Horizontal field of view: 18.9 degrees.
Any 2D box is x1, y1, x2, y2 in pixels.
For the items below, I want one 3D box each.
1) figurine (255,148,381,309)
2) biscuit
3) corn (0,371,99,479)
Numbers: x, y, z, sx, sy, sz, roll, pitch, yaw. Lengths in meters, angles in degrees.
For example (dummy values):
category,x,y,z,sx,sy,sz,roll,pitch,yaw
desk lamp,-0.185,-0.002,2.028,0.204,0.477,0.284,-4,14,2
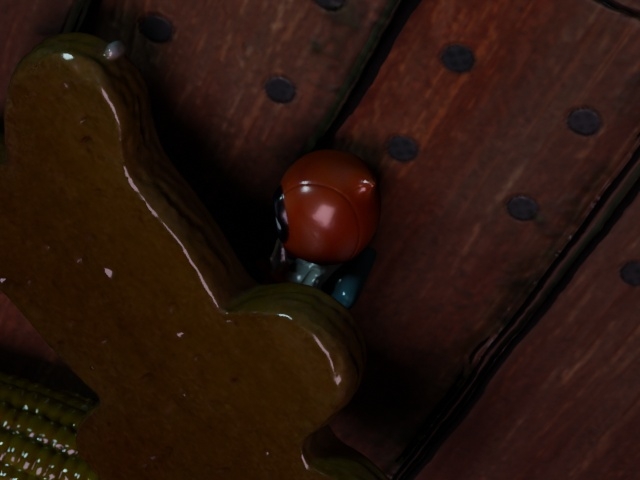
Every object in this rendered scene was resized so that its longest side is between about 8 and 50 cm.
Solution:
category,x,y,z,sx,sy,sz,roll,pitch,yaw
figurine,0.000,0.000,1.209,0.075,0.068,0.140,26,138,2
biscuit,-0.078,0.078,1.248,0.432,0.064,0.283,50,137,-5
corn,-0.191,0.173,1.406,0.344,0.131,0.131,20,136,3
